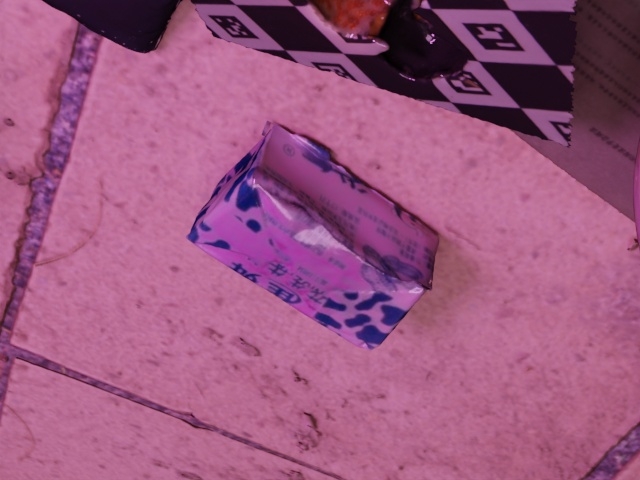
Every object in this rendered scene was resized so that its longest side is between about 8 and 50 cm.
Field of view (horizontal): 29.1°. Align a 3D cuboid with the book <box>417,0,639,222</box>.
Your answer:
[{"bbox_3d":[0.210,-0.142,0.699,0.215,0.025,0.282,35,131,-16],"label":"book"}]

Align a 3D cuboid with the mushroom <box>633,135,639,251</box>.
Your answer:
[{"bbox_3d":[0.257,-0.042,0.692,0.162,0.236,0.173,57,173,9],"label":"mushroom"}]

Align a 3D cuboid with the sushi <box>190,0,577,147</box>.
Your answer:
[{"bbox_3d":[0.018,-0.161,0.625,0.264,0.050,0.290,20,166,19],"label":"sushi"}]

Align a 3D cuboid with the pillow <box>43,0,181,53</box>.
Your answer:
[{"bbox_3d":[-0.113,-0.200,0.717,0.141,0.055,0.208,27,135,-23],"label":"pillow"}]

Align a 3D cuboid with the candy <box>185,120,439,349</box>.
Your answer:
[{"bbox_3d":[0.000,0.000,0.858,0.160,0.073,0.092,33,131,-16],"label":"candy"}]
